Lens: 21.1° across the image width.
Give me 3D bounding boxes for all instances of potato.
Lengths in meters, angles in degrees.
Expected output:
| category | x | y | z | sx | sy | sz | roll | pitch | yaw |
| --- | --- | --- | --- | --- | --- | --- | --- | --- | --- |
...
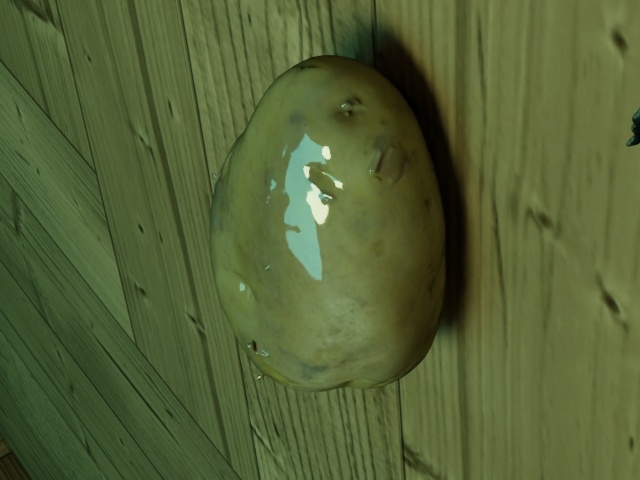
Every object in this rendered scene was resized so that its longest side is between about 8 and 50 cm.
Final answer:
| category | x | y | z | sx | sy | sz | roll | pitch | yaw |
| --- | --- | --- | --- | --- | --- | --- | --- | --- | --- |
| potato | 0.003 | 0.003 | 0.965 | 0.161 | 0.128 | 0.235 | 54 | 154 | 11 |

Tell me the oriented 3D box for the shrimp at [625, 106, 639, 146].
| category | x | y | z | sx | sy | sz | roll | pitch | yaw |
| --- | --- | --- | --- | --- | --- | --- | --- | --- | --- |
| shrimp | 0.140 | -0.116 | 0.573 | 0.249 | 0.068 | 0.150 | 96 | 154 | -50 |
